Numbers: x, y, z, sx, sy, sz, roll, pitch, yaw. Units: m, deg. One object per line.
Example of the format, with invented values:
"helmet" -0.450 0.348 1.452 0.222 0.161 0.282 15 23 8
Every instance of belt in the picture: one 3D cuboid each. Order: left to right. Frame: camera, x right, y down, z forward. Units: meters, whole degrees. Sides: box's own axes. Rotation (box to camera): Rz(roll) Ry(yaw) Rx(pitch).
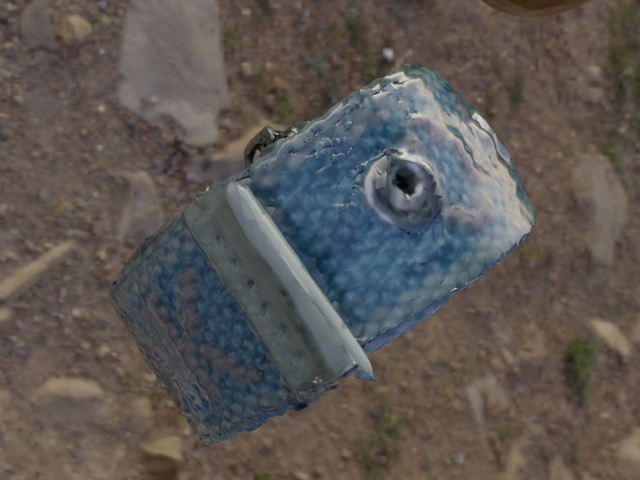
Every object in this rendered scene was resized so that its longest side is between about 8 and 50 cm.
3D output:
"belt" -0.002 0.001 0.417 0.148 0.163 0.082 -36 91 -34

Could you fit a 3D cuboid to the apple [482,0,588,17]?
"apple" 0.151 -0.248 0.840 0.182 0.155 0.182 27 51 -39
